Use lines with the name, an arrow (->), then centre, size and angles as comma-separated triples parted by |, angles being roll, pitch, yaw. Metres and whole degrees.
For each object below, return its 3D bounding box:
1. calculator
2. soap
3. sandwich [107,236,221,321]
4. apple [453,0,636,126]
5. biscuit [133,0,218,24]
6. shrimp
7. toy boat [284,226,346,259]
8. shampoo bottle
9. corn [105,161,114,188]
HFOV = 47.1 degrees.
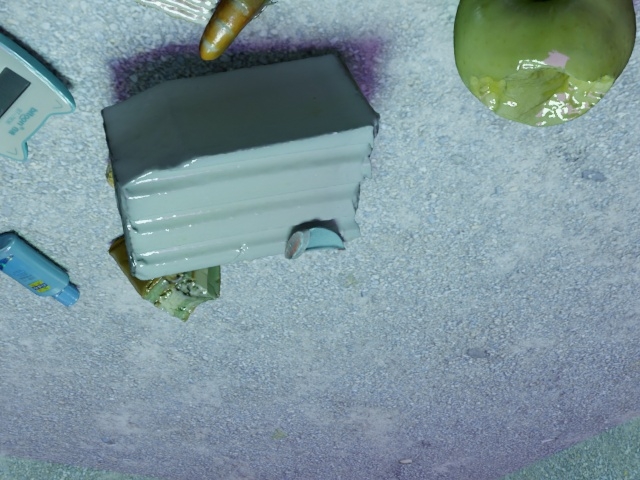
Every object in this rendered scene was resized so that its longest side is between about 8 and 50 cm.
calculator -> -0.631, -0.290, 1.246 | 0.256, 0.054, 0.386 | -32, 134, 33
soap -> -0.147, -0.125, 1.291 | 0.435, 0.212, 0.350 | -12, 150, -13
sandwich -> -0.353, 0.077, 1.637 | 0.228, 0.198, 0.155 | -21, 140, 23
apple -> 0.335, -0.311, 1.128 | 0.279, 0.279, 0.279 | -2, 143, -1
biscuit -> -0.344, -0.425, 1.010 | 0.426, 0.144, 0.078 | 15, 141, -22
shrimp -> -0.101, -0.372, 1.119 | 0.068, 0.150, 0.249 | 41, 109, -12
toy boat -> 0.000, 0.000, 1.350 | 0.122, 0.034, 0.096 | -8, 149, -34
shampoo bottle -> -0.669, 0.077, 1.730 | 0.104, 0.061, 0.258 | -17, 142, 19
corn -> -0.289, -0.101, 1.491 | 0.292, 0.101, 0.101 | 16, 139, -19
